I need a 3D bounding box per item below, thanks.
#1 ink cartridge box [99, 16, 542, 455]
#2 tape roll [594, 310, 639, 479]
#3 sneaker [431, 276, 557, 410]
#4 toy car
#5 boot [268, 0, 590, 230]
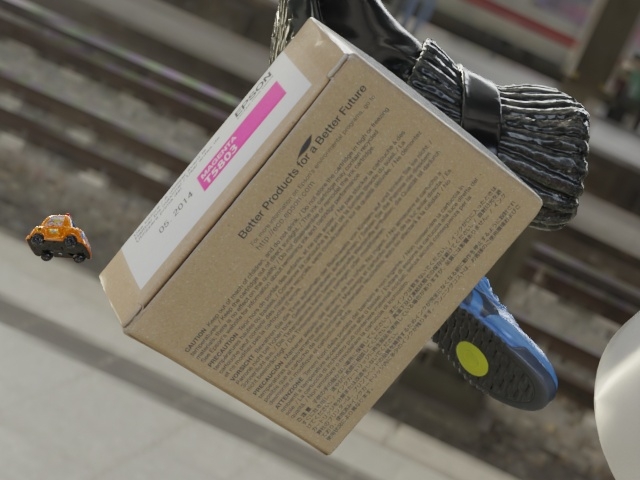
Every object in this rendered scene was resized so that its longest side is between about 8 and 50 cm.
[{"bbox_3d":[0.000,0.000,1.274,0.193,0.234,0.088,36,9,-30],"label":"ink cartridge box"},{"bbox_3d":[0.359,0.119,1.478,0.246,0.169,0.246,12,56,-18],"label":"tape roll"},{"bbox_3d":[0.114,0.048,1.464,0.082,0.069,0.209,-30,54,-34],"label":"sneaker"},{"bbox_3d":[-0.249,-0.024,1.679,0.060,0.040,0.122,-6,-33,28],"label":"toy car"},{"bbox_3d":[0.089,-0.147,1.686,0.260,0.131,0.348,4,47,-10],"label":"boot"}]
